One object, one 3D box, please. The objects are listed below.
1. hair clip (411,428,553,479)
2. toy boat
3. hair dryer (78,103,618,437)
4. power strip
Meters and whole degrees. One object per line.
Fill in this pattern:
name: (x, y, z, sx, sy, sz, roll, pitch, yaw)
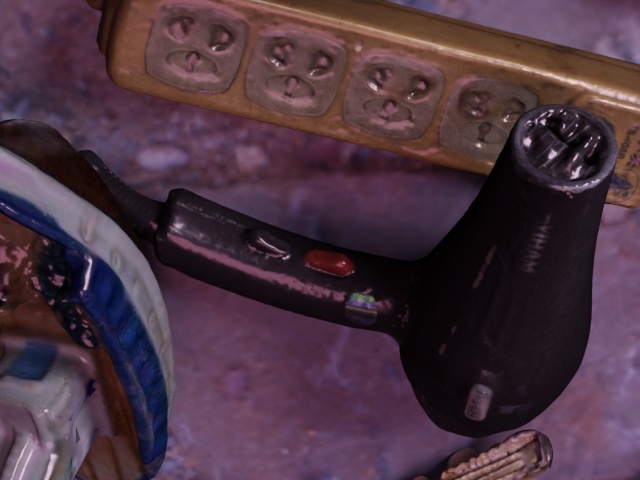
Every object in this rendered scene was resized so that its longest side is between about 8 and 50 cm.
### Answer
hair clip: (0.035, 0.161, 0.942, 0.214, 0.062, 0.056, -21, 134, 15)
toy boat: (-0.139, 0.056, 0.815, 0.114, 0.115, 0.262, 8, 131, 22)
hair dryer: (0.000, 0.000, 0.800, 0.271, 0.091, 0.235, 13, 147, 2)
power strip: (0.040, -0.073, 0.787, 0.305, 0.044, 0.064, 13, 123, -10)
